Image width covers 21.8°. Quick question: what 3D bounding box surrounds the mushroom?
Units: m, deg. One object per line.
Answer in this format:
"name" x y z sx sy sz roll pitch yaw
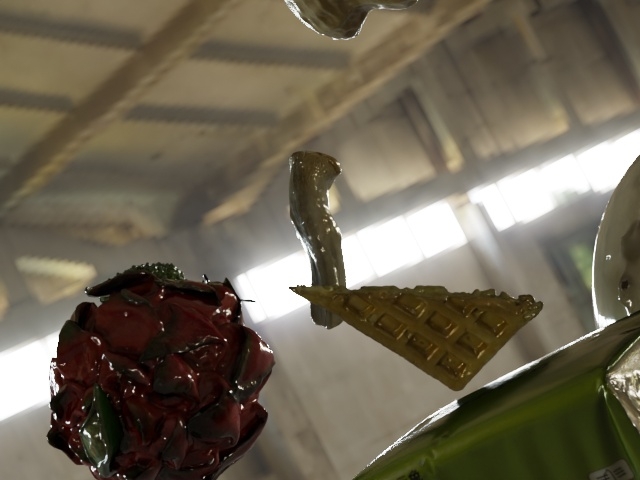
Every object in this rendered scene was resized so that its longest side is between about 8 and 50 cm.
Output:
"mushroom" 0.002 0.000 1.835 0.054 0.202 0.059 -2 -13 -27

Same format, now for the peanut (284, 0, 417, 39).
"peanut" 0.011 -0.303 1.682 0.233 0.197 0.110 -27 12 49

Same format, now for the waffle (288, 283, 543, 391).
"waffle" 0.084 0.047 1.455 0.125 0.191 0.032 -47 23 23

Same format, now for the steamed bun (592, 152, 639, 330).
"steamed bun" 0.409 0.025 1.501 0.374 0.374 0.241 -26 24 -8

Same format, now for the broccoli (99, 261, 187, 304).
"broccoli" -0.189 0.121 1.937 0.118 0.204 0.122 -4 -22 -18

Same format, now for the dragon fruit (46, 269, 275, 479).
"dragon fruit" -0.141 0.131 1.655 0.293 0.234 0.234 -45 5 -39

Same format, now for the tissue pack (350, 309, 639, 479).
"tissue pack" 0.184 0.180 1.280 0.274 0.167 0.200 -33 -1 36
